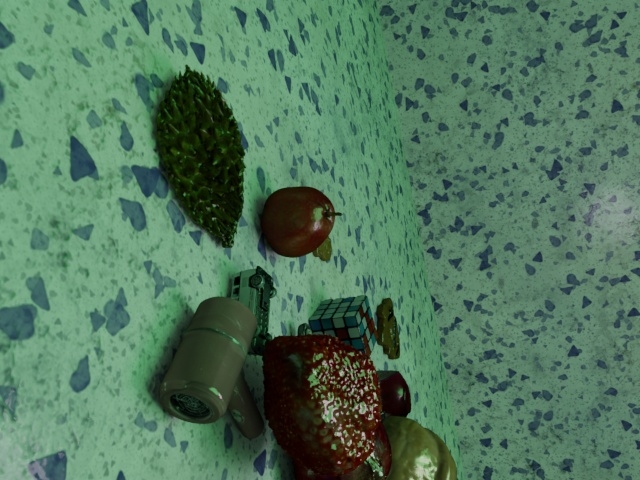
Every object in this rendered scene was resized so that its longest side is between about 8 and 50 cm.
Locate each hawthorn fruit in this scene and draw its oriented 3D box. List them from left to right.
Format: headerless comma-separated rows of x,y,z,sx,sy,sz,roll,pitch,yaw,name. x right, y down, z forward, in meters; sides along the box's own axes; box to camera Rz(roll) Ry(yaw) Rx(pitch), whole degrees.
-0.040,-0.054,1.444,0.197,0.226,0.196,22,63,-52,hawthorn fruit

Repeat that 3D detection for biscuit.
0.000,0.002,1.805,0.184,0.027,0.133,61,26,-42,biscuit
0.305,0.399,2.413,0.278,0.043,0.301,-74,148,-49,biscuit

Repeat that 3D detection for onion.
0.056,0.541,1.396,0.276,0.276,0.276,-9,90,-70,onion
0.201,0.540,1.841,0.216,0.206,0.206,-15,96,-69,onion

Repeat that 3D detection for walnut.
0.228,0.717,1.646,0.381,0.381,0.381,-9,90,-70,walnut

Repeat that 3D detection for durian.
-0.248,-0.159,1.166,0.198,0.163,0.394,36,-37,61,durian

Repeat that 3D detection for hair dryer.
-0.178,0.305,1.093,0.210,0.125,0.352,-74,154,-48,hair dryer

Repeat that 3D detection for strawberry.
0.001,0.327,1.176,0.312,0.267,0.351,60,-5,38,strawberry

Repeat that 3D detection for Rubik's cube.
0.072,0.271,1.695,0.155,0.154,0.151,-50,126,-65,Rubik's cube

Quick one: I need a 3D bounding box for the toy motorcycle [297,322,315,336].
-0.042,0.339,1.480,0.151,0.074,0.228,64,25,-44,toy motorcycle

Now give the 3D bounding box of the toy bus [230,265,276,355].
-0.156,0.159,1.229,0.087,0.089,0.193,51,36,-57,toy bus

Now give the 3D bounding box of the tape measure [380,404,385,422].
0.087,0.485,1.589,0.112,0.199,0.186,-46,125,-43,tape measure
